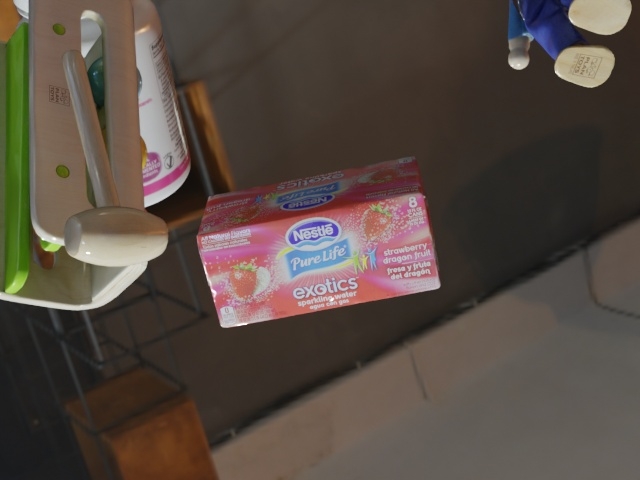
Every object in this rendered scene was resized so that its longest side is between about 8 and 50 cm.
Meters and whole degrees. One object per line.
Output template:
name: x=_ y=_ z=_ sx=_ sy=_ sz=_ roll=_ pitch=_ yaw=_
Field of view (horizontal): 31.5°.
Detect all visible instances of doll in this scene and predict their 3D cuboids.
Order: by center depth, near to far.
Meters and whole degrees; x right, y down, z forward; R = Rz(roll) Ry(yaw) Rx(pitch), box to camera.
doll: x=0.157 y=-0.176 z=0.793 sx=0.046 sy=0.129 sz=0.189 roll=3 pitch=-144 yaw=-10

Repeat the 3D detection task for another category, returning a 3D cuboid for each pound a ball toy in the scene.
pound a ball toy: x=-0.193 y=-0.083 z=0.984 sx=0.136 sy=0.319 sz=0.208 roll=11 pitch=147 yaw=-34

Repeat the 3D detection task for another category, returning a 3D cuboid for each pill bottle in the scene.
pill bottle: x=-0.249 y=-0.186 z=1.278 sx=0.160 sy=0.283 sz=0.160 roll=-7 pitch=-147 yaw=4

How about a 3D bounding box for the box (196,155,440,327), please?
box: x=0.000 y=0.000 z=1.296 sx=0.257 sy=0.122 sz=0.128 roll=-11 pitch=-158 yaw=6
